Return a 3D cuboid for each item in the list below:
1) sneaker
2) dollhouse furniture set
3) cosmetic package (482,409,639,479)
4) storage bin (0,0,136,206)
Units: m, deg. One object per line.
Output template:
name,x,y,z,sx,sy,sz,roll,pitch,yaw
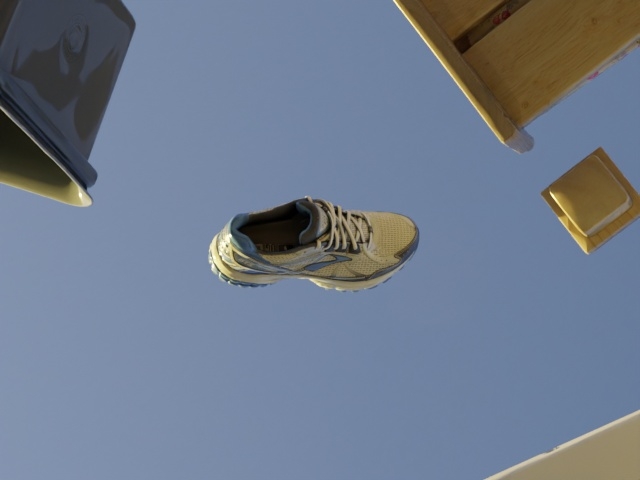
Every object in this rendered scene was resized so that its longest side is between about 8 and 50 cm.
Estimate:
sneaker,0.000,0.000,1.051,0.135,0.058,0.052,-6,-117,-14
dollhouse furniture set,0.192,-0.215,1.044,0.303,0.174,0.355,-37,-105,10
cosmetic package,0.170,0.104,0.777,0.239,0.099,0.060,-23,-103,-8
storage bin,-0.140,-0.087,0.724,0.098,0.135,0.091,17,-106,19
